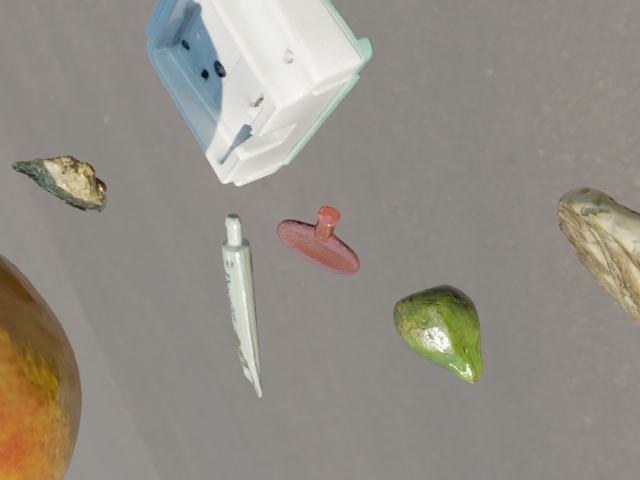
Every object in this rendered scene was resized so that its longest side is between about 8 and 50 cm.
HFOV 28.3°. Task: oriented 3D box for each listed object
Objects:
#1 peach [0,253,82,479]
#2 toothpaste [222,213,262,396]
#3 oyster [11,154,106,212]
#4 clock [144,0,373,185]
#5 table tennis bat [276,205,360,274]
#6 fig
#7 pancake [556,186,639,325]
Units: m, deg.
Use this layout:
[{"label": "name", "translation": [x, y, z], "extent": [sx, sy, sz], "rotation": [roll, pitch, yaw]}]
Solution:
[{"label": "peach", "translation": [-0.339, 0.132, 0.965], "extent": [0.307, 0.307, 0.332], "rotation": [1, 122, 58]}, {"label": "toothpaste", "translation": [-0.100, 0.084, 1.657], "extent": [0.067, 0.037, 0.256], "rotation": [-137, 37, -58]}, {"label": "oyster", "translation": [-0.212, -0.055, 1.056], "extent": [0.080, 0.038, 0.083], "rotation": [25, -176, -8]}, {"label": "clock", "translation": [-0.091, -0.202, 1.335], "extent": [0.231, 0.116, 0.262], "rotation": [55, 147, 6]}, {"label": "table tennis bat", "translation": [0.000, 0.000, 1.317], "extent": [0.098, 0.019, 0.155], "rotation": [28, 160, 3]}, {"label": "fig", "translation": [0.182, 0.144, 1.871], "extent": [0.156, 0.123, 0.123], "rotation": [67, 155, 6]}, {"label": "pancake", "translation": [0.387, 0.089, 1.351], "extent": [0.387, 0.082, 0.387], "rotation": [49, -173, -8]}]
